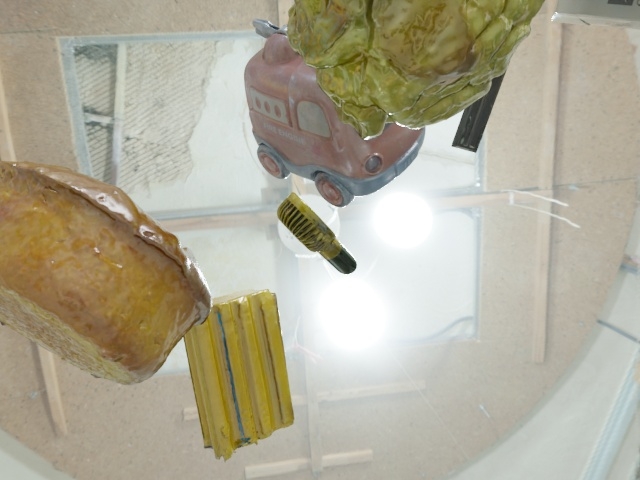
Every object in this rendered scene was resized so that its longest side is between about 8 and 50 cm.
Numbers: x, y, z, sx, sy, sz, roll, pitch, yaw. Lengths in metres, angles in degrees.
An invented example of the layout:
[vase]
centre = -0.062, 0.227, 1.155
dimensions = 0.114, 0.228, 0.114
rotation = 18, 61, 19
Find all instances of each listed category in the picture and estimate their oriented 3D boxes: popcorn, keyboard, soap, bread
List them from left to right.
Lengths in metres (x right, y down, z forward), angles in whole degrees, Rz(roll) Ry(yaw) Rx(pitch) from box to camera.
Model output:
[bread]
centre = -0.283, 0.046, 0.585
dimensions = 0.312, 0.312, 0.173
rotation = 35, -123, -14
[soap]
centre = -0.180, 0.281, 1.059
dimensions = 0.204, 0.096, 0.325
rotation = -12, -85, -35
[popcorn]
centre = 0.075, -0.203, 0.418
dimensions = 0.235, 0.216, 0.181
rotation = -38, -105, 25
[keyboard]
centre = 0.199, -0.200, 0.552
dimensions = 0.063, 0.010, 0.198
rotation = -2, -66, -48

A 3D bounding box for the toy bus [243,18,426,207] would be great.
[toy bus]
centre = 0.010, -0.213, 0.747
dimensions = 0.197, 0.294, 0.232
rotation = -44, -38, -22

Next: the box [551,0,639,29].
[box]
centre = 0.542, -0.446, 0.820
dimensions = 0.242, 0.067, 0.156
rotation = 16, -76, 17

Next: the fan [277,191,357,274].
[fan]
centre = 0.000, 0.000, 0.642
dimensions = 0.039, 0.082, 0.155
rotation = -45, -51, 0
